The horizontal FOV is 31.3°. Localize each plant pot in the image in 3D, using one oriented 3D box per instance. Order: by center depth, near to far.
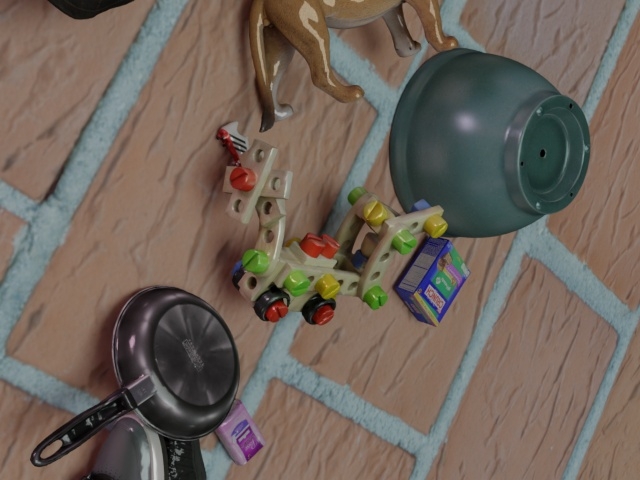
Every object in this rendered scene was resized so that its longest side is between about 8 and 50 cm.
[{"bbox_3d":[0.273,-0.135,1.699,0.293,0.196,0.293,-10,106,-40],"label":"plant pot"}]

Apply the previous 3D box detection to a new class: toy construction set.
[{"bbox_3d":[0.000,0.000,1.494,0.327,0.151,0.215,20,115,-40],"label":"toy construction set"}]

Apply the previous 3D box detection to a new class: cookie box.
[{"bbox_3d":[0.173,0.062,1.749,0.107,0.040,0.092,-55,135,-18],"label":"cookie box"}]

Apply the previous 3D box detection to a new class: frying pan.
[{"bbox_3d":[-0.212,0.146,1.360,0.326,0.053,0.197,1,71,-50],"label":"frying pan"}]

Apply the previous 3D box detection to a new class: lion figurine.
[{"bbox_3d":[0.034,-0.321,1.486,0.392,0.142,0.240,-33,112,-28],"label":"lion figurine"}]

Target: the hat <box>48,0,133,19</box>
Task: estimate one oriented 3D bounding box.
[{"bbox_3d":[-0.272,-0.388,1.178,0.331,0.134,0.331,13,90,-72],"label":"hat"}]

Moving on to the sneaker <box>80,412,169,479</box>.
[{"bbox_3d":[-0.292,0.346,1.339,0.178,0.123,0.296,12,92,-52],"label":"sneaker"}]

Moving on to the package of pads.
[{"bbox_3d":[-0.112,0.258,1.539,0.050,0.032,0.083,-42,124,-25],"label":"package of pads"}]

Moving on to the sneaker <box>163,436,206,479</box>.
[{"bbox_3d":[-0.195,0.289,1.457,0.089,0.051,0.170,-34,123,-38],"label":"sneaker"}]

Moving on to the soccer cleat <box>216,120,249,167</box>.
[{"bbox_3d":[-0.102,-0.116,1.476,0.035,0.029,0.083,-43,120,-23],"label":"soccer cleat"}]
